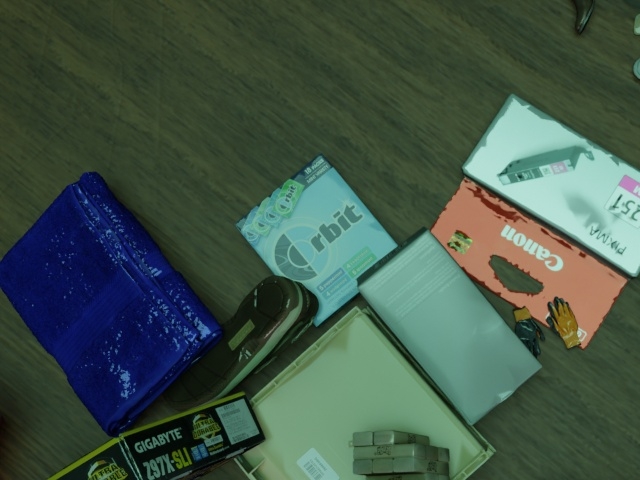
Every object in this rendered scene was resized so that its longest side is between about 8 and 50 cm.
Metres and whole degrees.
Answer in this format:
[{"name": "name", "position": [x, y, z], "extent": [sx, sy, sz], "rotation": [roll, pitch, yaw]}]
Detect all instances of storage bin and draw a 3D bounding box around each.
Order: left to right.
[{"name": "storage bin", "position": [0.047, 0.266, 1.768], "extent": [0.260, 0.123, 0.262], "rotation": [-42, 81, 1]}]

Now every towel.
[{"name": "towel", "position": [-0.300, 0.084, 1.816], "extent": [0.227, 0.076, 0.308], "rotation": [-45, 71, 14]}]

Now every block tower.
[{"name": "block tower", "position": [0.095, 0.398, 1.599], "extent": [0.091, 0.097, 0.335], "rotation": [-10, 73, 34]}]

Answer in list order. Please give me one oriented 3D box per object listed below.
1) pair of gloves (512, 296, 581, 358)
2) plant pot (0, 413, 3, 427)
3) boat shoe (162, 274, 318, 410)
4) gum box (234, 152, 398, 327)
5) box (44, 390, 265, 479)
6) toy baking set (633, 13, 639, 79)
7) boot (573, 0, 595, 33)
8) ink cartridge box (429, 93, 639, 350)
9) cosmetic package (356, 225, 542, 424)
[{"name": "pair of gloves", "position": [0.302, 0.117, 1.799], "extent": [0.083, 0.010, 0.074], "rotation": [-17, 94, 15]}, {"name": "plant pot", "position": [-0.563, 0.300, 1.782], "extent": [0.275, 0.275, 0.243], "rotation": [24, 77, 9]}, {"name": "boat shoe", "position": [-0.101, 0.150, 1.814], "extent": [0.257, 0.095, 0.095], "rotation": [-39, 61, 24]}, {"name": "gum box", "position": [0.000, 0.000, 1.845], "extent": [0.157, 0.041, 0.184], "rotation": [-40, 81, 1]}, {"name": "box", "position": [-0.262, 0.310, 1.674], "extent": [0.322, 0.257, 0.079], "rotation": [-33, 81, 29]}, {"name": "toy baking set", "position": [0.537, -0.219, 1.812], "extent": [0.196, 0.030, 0.256], "rotation": [-24, 81, 4]}, {"name": "boot", "position": [0.324, -0.345, 1.849], "extent": [0.114, 0.037, 0.106], "rotation": [18, 73, 5]}, {"name": "ink cartridge box", "position": [0.306, -0.025, 1.804], "extent": [0.275, 0.060, 0.239], "rotation": [33, 87, 9]}, {"name": "cosmetic package", "position": [0.167, 0.110, 1.760], "extent": [0.127, 0.107, 0.238], "rotation": [-38, 93, 3]}]
